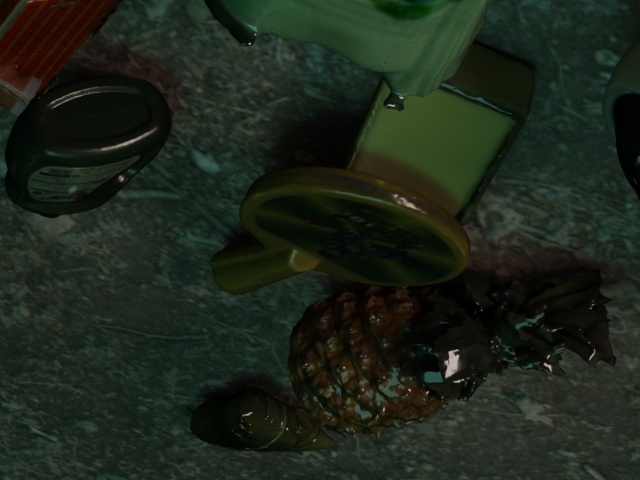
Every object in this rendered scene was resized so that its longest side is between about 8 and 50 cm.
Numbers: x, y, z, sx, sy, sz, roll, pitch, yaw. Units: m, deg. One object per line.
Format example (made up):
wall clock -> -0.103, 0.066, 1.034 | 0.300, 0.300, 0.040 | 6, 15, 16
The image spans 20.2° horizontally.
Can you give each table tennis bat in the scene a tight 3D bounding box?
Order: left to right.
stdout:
table tennis bat -> 0.000, 0.000, 1.602 | 0.198, 0.050, 0.321 | 27, 155, -27

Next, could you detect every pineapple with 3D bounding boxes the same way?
pineapple -> 0.118, 0.099, 1.631 | 0.310, 0.170, 0.141 | -12, 98, 32

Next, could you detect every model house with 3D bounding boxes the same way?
model house -> -0.264, -0.212, 1.404 | 0.207, 0.154, 0.294 | 30, 144, -17

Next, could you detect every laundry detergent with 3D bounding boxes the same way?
laundry detergent -> -0.213, -0.071, 1.610 | 0.144, 0.078, 0.222 | -13, 164, -19

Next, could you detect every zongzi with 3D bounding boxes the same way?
zongzi -> -0.073, 0.212, 1.962 | 0.130, 0.062, 0.154 | 26, 152, -30

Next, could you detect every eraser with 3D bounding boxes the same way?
eraser -> 0.095, -0.092, 1.473 | 0.117, 0.058, 0.172 | 22, 144, -1

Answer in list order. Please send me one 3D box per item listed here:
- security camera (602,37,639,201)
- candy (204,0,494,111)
security camera -> 0.303, -0.093, 1.273 | 0.194, 0.195, 0.236 | 20, 149, -1
candy -> -0.025, -0.294, 1.215 | 0.398, 0.172, 0.263 | 41, 133, 4
